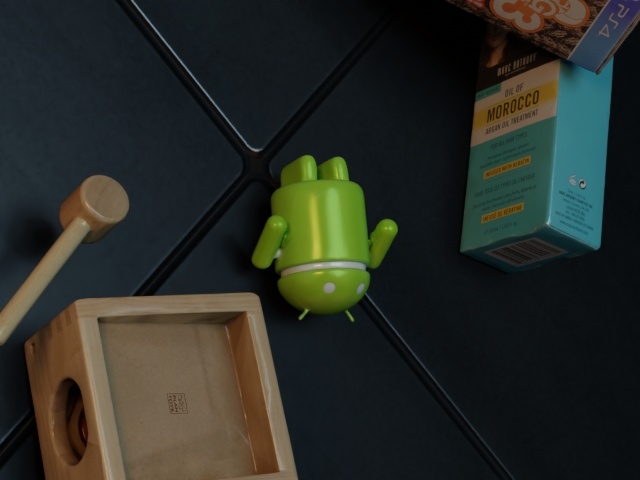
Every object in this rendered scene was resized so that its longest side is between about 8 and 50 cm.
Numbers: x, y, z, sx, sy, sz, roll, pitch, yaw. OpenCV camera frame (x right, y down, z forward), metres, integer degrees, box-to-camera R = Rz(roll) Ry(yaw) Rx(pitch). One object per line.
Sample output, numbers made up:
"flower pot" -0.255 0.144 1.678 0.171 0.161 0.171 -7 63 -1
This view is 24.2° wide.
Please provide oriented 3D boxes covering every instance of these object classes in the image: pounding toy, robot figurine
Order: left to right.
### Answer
"pounding toy" -0.131 0.071 0.908 0.181 0.094 0.206 -1 69 -35
"robot figurine" 0.000 0.000 1.045 0.101 0.067 0.115 2 77 -29

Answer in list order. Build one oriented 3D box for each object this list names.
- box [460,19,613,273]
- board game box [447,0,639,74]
"box" 0.177 -0.103 1.198 0.060 0.100 0.244 22 64 -33
"board game box" 0.140 -0.306 1.126 0.291 0.141 0.232 25 59 -3
